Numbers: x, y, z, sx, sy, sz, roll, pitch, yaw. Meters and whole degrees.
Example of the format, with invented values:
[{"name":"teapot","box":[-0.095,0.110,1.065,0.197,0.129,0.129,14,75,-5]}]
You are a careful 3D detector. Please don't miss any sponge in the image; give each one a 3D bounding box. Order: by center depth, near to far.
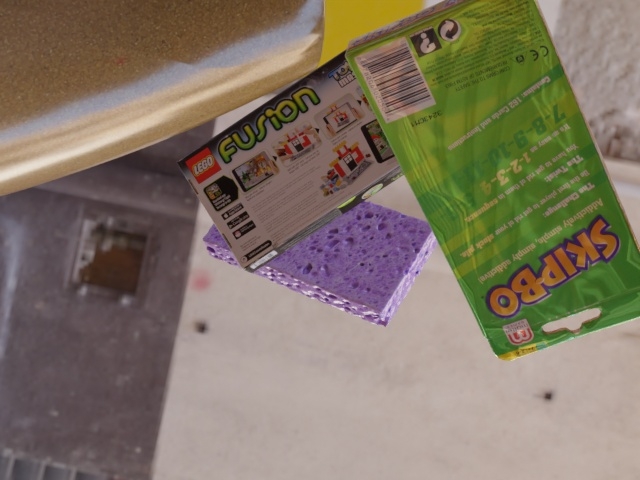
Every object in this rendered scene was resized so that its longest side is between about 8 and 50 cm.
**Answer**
[{"name":"sponge","box":[0.000,0.000,1.200,0.117,0.210,0.031,-55,152,-28]}]

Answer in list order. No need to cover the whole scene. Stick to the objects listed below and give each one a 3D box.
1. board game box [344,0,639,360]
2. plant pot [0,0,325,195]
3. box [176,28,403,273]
[{"name":"board game box","box":[0.128,-0.041,0.811,0.259,0.124,0.039,63,19,-21]},{"name":"plant pot","box":[-0.133,-0.136,0.648,0.237,0.254,0.237,174,-90,-80]},{"name":"box","box":[-0.006,-0.075,1.027,0.114,0.207,0.036,58,3,12]}]
